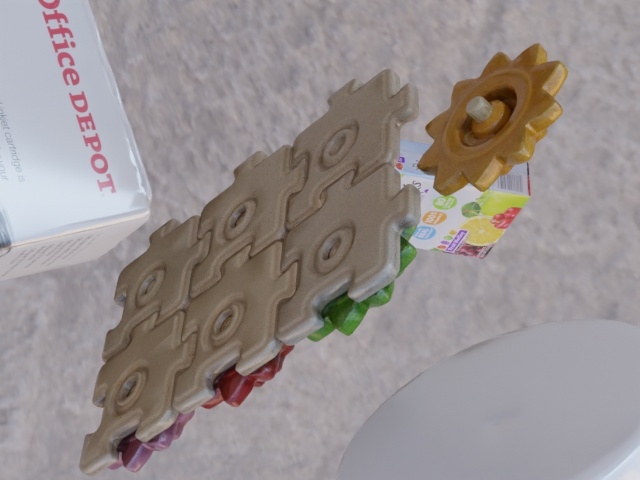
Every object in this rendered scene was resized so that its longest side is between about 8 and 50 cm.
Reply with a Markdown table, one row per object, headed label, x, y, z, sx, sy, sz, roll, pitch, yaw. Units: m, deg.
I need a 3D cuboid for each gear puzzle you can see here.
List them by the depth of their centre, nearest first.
| label | x | y | z | sx | sy | sz | roll | pitch | yaw |
| --- | --- | --- | --- | --- | --- | --- | --- | --- | --- |
| gear puzzle | 0.000 | 0.000 | 0.737 | 0.044 | 0.175 | 0.339 | 36 | 126 | -28 |

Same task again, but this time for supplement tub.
| label | x | y | z | sx | sy | sz | roll | pitch | yaw |
| --- | --- | --- | --- | --- | --- | --- | --- | --- | --- |
| supplement tub | 0.138 | 0.196 | 0.670 | 0.191 | 0.191 | 0.272 | -27 | 109 | -1 |

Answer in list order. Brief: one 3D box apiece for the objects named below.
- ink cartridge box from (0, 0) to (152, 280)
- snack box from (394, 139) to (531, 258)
| label | x | y | z | sx | sy | sz | roll | pitch | yaw |
| --- | --- | --- | --- | --- | --- | --- | --- | --- | --- |
| ink cartridge box | -0.311 | -0.073 | 1.024 | 0.307 | 0.129 | 0.223 | -14 | 80 | -33 |
| snack box | 0.081 | -0.033 | 1.082 | 0.141 | 0.037 | 0.100 | 10 | 146 | -13 |
